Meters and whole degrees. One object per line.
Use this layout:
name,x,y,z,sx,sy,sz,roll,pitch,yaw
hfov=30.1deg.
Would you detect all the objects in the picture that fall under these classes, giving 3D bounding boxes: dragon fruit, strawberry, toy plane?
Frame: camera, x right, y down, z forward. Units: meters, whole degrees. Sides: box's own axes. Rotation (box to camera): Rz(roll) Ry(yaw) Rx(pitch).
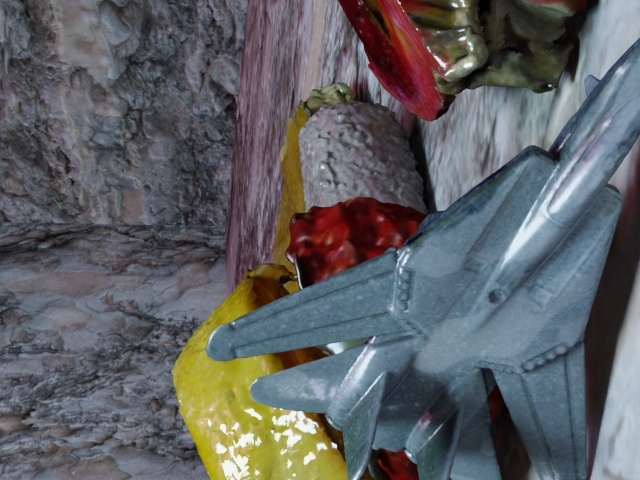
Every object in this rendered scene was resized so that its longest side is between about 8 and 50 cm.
dragon fruit,0.078,-0.163,0.671,0.212,0.134,0.262,64,-178,38
strawberry,0.070,0.043,0.729,0.190,0.111,0.236,63,-167,-7
toy plane,0.088,0.000,0.558,0.267,0.212,0.088,-61,15,17

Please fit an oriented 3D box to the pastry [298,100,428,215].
pastry,0.035,-0.031,0.973,0.265,0.102,0.112,-101,21,-46

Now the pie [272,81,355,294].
pie,0.000,0.000,1.252,0.339,0.083,0.340,179,90,-83

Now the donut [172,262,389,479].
donut,0.006,0.133,0.777,0.253,0.118,0.253,50,-177,-3
